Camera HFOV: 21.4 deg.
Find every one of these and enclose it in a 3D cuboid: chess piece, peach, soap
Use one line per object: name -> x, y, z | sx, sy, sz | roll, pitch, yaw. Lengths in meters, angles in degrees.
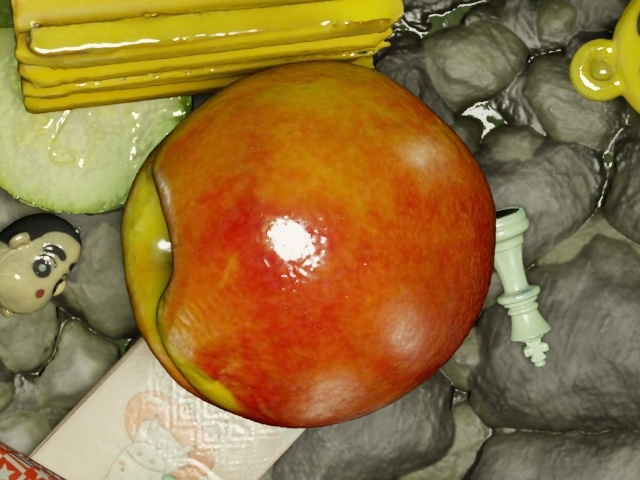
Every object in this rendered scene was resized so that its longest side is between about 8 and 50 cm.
chess piece -> 0.181, 0.045, 1.548 | 0.059, 0.059, 0.149 | -19, 98, 2
peach -> 0.000, 0.000, 1.431 | 0.332, 0.308, 0.307 | -6, 92, -36
soap -> -0.100, -0.190, 1.442 | 0.324, 0.204, 0.096 | -8, 83, -10

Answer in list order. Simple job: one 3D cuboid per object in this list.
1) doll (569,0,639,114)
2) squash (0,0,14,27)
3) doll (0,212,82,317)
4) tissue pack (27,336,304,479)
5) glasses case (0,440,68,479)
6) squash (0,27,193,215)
doll -> 0.473, -0.151, 1.486 | 0.423, 0.161, 0.348 | -38, 95, -3
squash -> -0.290, -0.278, 1.503 | 0.170, 0.123, 0.170 | 0, 85, 0
doll -> -0.294, 0.032, 1.541 | 0.179, 0.102, 0.089 | -29, 52, 3
tissue pack -> -0.173, 0.218, 1.548 | 0.170, 0.071, 0.325 | 44, 92, -1
glasses case -> -0.247, 0.242, 1.492 | 0.194, 0.049, 0.073 | 29, 93, 3
squash -> -0.224, -0.131, 1.554 | 0.219, 0.041, 0.219 | 0, 91, 1
